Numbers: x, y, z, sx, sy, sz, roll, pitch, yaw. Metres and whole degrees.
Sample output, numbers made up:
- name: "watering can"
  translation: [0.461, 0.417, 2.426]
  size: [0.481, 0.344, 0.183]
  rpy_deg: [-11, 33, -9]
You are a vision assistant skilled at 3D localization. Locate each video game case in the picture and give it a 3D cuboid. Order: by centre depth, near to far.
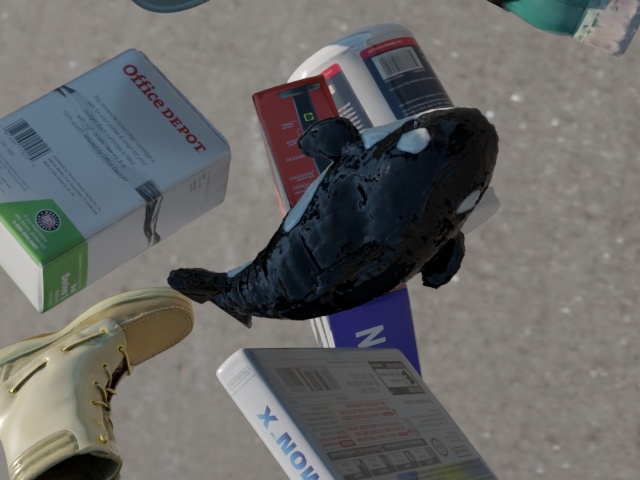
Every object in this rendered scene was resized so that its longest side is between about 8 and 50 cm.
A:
- name: "video game case"
  translation: [0.081, 0.210, 1.295]
  size: [0.036, 0.329, 0.300]
  rpy_deg: [-43, 72, 15]

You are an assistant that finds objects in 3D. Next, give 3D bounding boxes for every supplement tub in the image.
- name: "supplement tub"
  translation: [0.091, -0.121, 2.036]
  size: [0.191, 0.191, 0.272]
  rpy_deg: [-38, 75, 41]

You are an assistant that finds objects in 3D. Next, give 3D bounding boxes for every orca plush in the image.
- name: "orca plush"
  translation: [0.000, 0.000, 1.163]
  size: [0.287, 0.102, 0.151]
  rpy_deg: [-17, 108, 30]

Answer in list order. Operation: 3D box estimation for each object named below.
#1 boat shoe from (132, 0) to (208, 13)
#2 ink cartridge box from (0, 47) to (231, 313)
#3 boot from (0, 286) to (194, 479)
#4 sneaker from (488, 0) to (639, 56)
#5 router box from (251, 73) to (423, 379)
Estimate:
- name: "boat shoe"
  translation: [-0.044, -0.298, 1.429]
  size: [0.302, 0.114, 0.091]
  rpy_deg: [-12, 45, 16]
- name: "ink cartridge box"
  translation: [-0.216, -0.060, 1.500]
  size: [0.160, 0.219, 0.092]
  rpy_deg: [48, 152, 21]
- name: "boot"
  translation: [-0.235, 0.169, 1.741]
  size: [0.203, 0.262, 0.095]
  rpy_deg: [-123, 15, -45]
- name: "sneaker"
  translation: [0.139, -0.202, 0.955]
  size: [0.302, 0.121, 0.108]
  rpy_deg: [-69, 0, -66]
- name: "router box"
  translation: [0.027, 0.046, 1.684]
  size: [0.335, 0.082, 0.301]
  rpy_deg: [77, 175, -50]
